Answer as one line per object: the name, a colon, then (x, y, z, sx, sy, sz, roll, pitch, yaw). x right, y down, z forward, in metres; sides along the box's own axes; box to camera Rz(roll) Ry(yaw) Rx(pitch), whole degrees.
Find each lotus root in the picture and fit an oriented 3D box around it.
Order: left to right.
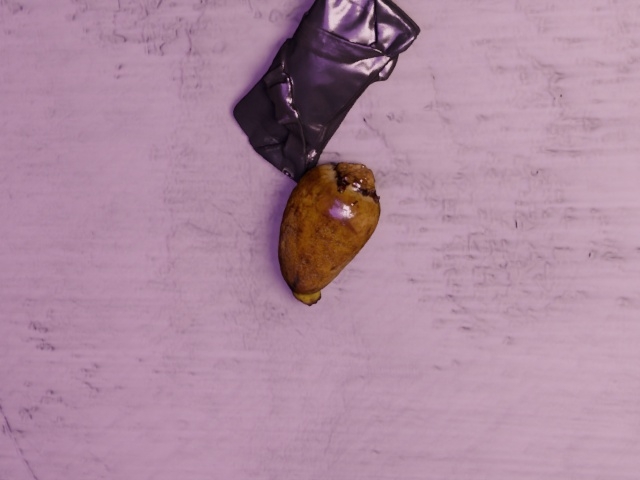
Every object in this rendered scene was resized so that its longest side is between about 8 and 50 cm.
lotus root: (0.000, 0.000, 1.631, 0.108, 0.094, 0.191, 45, 121, 34)

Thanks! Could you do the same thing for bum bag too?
bum bag: (0.000, -0.182, 1.592, 0.123, 0.060, 0.248, 36, 112, -3)
